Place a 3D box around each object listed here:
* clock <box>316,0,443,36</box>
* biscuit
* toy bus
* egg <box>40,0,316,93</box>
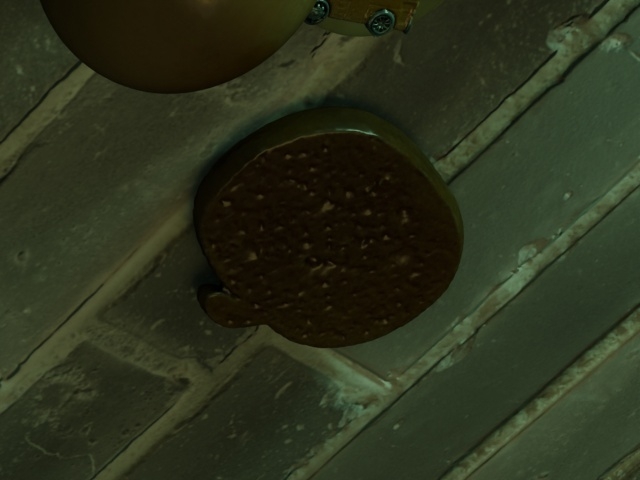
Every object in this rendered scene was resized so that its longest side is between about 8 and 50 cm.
[{"bbox_3d":[0.064,-0.338,2.143,0.235,0.029,0.235,-12,131,-13],"label":"clock"},{"bbox_3d":[-0.003,-0.006,2.380,0.350,0.070,0.394,-29,134,5],"label":"biscuit"},{"bbox_3d":[0.022,-0.298,2.077,0.182,0.091,0.103,6,123,-29],"label":"toy bus"},{"bbox_3d":[-0.126,-0.325,1.874,0.301,0.301,0.374,24,113,-38],"label":"egg"}]
